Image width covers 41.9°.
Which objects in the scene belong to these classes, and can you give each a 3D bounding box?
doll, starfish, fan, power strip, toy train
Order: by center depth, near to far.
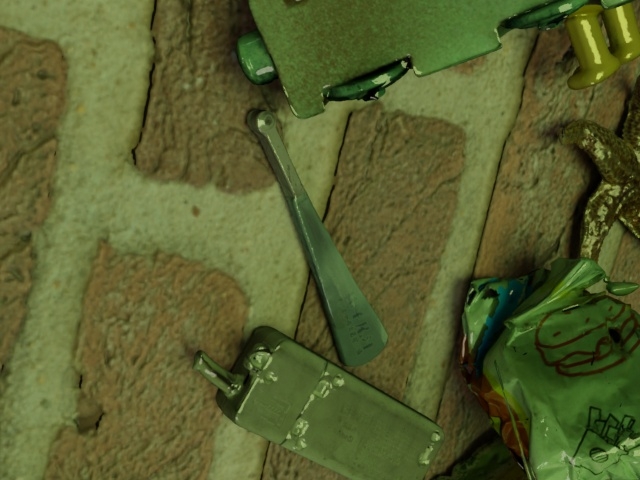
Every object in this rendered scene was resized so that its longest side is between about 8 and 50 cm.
[{"bbox_3d":[0.088,-0.208,0.683,0.327,0.159,0.129,-19,110,14],"label":"toy train"},{"bbox_3d":[0.221,-0.324,0.775,0.199,0.145,0.363,-37,112,-32],"label":"doll"},{"bbox_3d":[0.000,0.000,0.795,0.057,0.023,0.282,-30,114,-18],"label":"fan"},{"bbox_3d":[-0.003,0.162,0.807,0.288,0.053,0.093,34,85,-28],"label":"power strip"},{"bbox_3d":[0.357,-0.066,0.944,0.277,0.062,0.235,8,97,-31],"label":"starfish"}]

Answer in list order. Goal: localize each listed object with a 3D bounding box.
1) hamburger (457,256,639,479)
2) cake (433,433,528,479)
[{"bbox_3d":[0.292,0.131,0.850,0.276,0.150,0.260,3,54,-16],"label":"hamburger"},{"bbox_3d":[0.182,0.292,0.898,0.225,0.109,0.090,-32,113,-18],"label":"cake"}]
